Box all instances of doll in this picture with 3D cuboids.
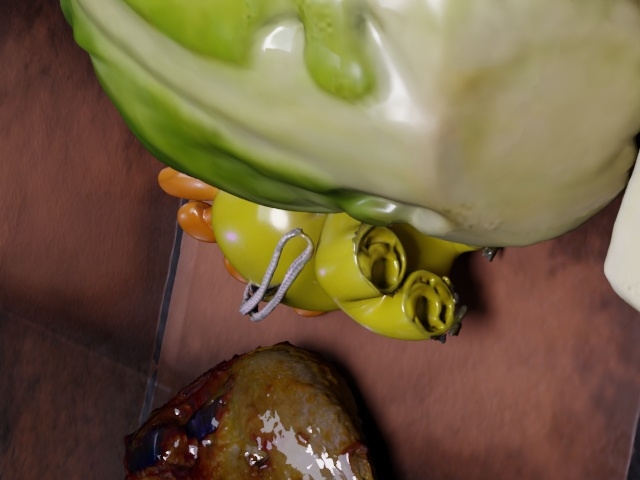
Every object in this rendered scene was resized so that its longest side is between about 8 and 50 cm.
[{"bbox_3d":[0.000,0.000,1.045,0.221,0.143,0.135,-3,51,50],"label":"doll"}]

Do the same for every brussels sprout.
[{"bbox_3d":[0.017,-0.154,0.872,0.371,0.315,0.276,-111,28,-53],"label":"brussels sprout"}]

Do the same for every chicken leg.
[{"bbox_3d":[-0.035,0.152,1.107,0.322,0.083,0.177,-26,70,53],"label":"chicken leg"}]

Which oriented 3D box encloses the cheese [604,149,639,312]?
[{"bbox_3d":[0.252,-0.029,0.667,0.265,0.124,0.242,40,114,53],"label":"cheese"}]
